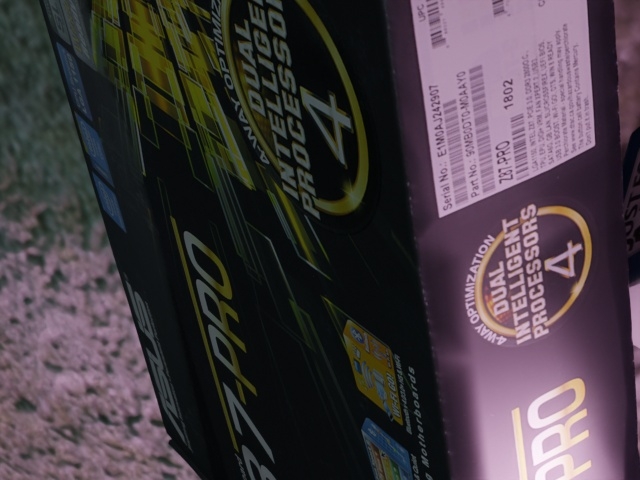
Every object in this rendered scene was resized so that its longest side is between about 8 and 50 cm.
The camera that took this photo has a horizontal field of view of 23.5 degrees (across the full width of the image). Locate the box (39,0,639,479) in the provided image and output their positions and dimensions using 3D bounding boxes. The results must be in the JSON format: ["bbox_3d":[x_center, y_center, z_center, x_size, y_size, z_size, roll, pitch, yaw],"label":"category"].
[{"bbox_3d":[0.000,0.000,0.649,0.318,0.097,0.394,41,149,49],"label":"box"}]

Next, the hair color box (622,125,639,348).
[{"bbox_3d":[0.268,-0.034,0.500,0.174,0.105,0.347,35,140,-15],"label":"hair color box"}]
